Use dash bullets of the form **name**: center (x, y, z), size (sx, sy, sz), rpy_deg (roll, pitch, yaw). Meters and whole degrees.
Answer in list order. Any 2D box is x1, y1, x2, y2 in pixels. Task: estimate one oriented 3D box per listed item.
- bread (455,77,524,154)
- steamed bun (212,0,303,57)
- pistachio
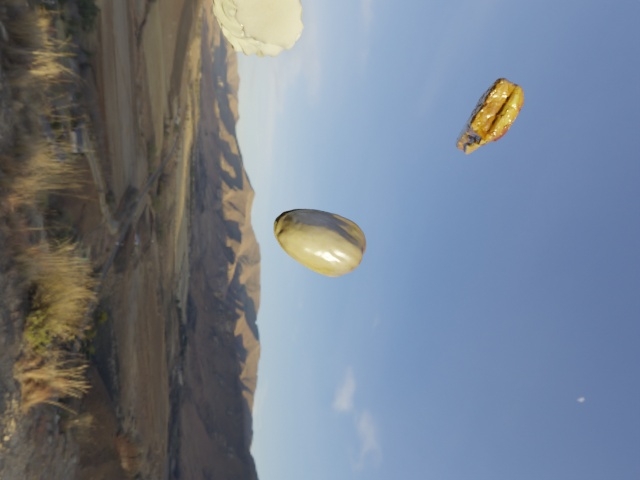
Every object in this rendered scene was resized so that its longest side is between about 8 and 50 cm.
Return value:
- **bread**: center (0.362, -0.259, 0.977), size (0.139, 0.077, 0.271), rpy_deg (-58, 175, 7)
- **steamed bun**: center (-0.123, -0.429, 0.826), size (0.106, 0.182, 0.183), rpy_deg (13, -77, 54)
- **pistachio**: center (0.000, 0.000, 0.926), size (0.132, 0.206, 0.129), rpy_deg (-68, -165, -9)
